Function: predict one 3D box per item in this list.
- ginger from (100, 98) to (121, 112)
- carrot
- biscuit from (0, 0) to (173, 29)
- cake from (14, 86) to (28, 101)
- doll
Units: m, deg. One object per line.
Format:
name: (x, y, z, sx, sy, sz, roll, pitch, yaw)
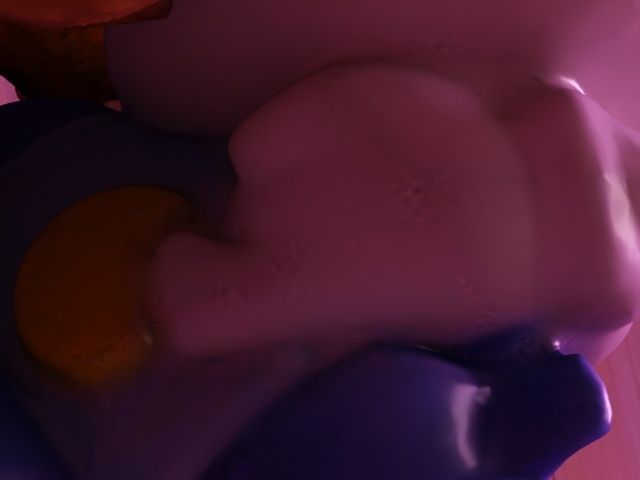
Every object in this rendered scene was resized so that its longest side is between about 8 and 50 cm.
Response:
ginger: (-0.019, 0.056, 0.672, 0.275, 0.221, 0.130, 51, -41, -4)
carrot: (-0.097, -0.088, 0.729, 0.173, 0.082, 0.082, 46, 23, -45)
biscuit: (-0.090, -0.204, 0.378, 0.326, 0.107, 0.325, 173, -90, -81)
cake: (-0.133, -0.180, 0.835, 0.135, 0.098, 0.287, -167, -111, -84)
doll: (-0.007, -0.003, 0.489, 0.376, 0.187, 0.365, -10, -118, 58)
